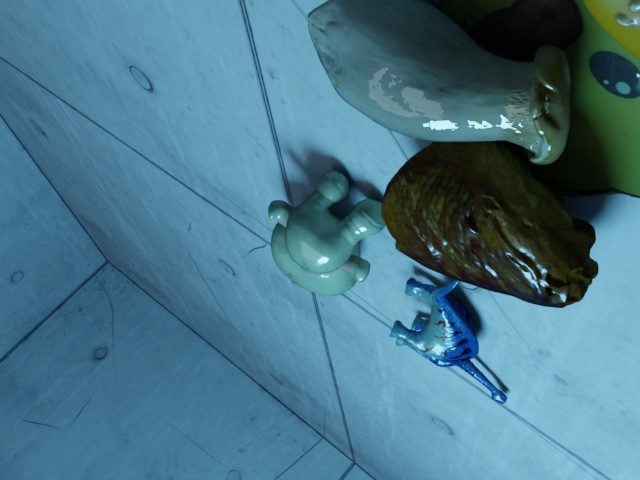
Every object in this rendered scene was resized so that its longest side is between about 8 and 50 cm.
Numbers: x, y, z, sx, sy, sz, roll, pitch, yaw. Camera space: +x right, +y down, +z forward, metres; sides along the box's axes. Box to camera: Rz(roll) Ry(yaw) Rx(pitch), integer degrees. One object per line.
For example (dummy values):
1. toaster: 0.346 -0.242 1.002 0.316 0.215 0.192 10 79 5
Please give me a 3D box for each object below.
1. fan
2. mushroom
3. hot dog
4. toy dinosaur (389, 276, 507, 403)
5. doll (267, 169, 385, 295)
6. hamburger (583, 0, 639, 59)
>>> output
1. fan: 0.132 -0.140 0.502 0.335 0.011 0.229 43 160 0
2. mushroom: 0.083 -0.122 0.490 0.212 0.088 0.097 26 124 24
3. hot dog: 0.143 -0.013 0.589 0.160 0.099 0.227 46 165 -26
4. toy dinosaur: 0.155 0.122 0.890 0.144 0.076 0.329 18 151 36
5. doll: -0.007 0.008 0.902 0.155 0.113 0.275 39 158 2
6. hamburger: 0.180 -0.138 0.270 0.162 0.115 0.162 36 160 16
